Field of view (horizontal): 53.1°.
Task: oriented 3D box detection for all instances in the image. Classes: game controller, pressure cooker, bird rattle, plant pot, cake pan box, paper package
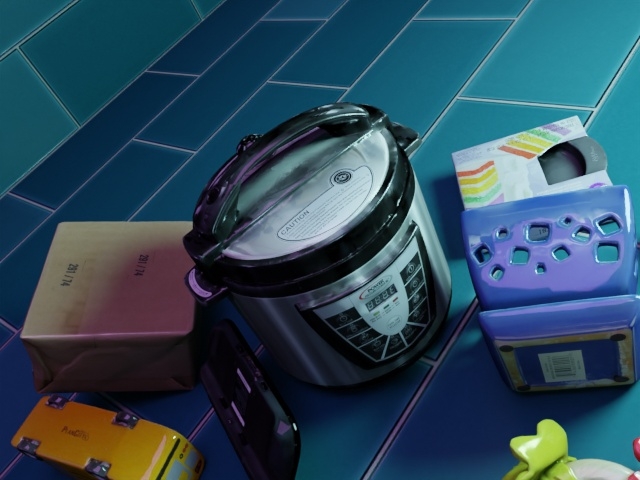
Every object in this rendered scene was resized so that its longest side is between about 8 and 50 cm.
[{"bbox_3d":[-0.118,0.268,1.043,0.319,0.067,0.166,45,122,48],"label":"game controller"},{"bbox_3d":[-0.005,-0.001,1.048,0.376,0.420,0.370,-7,44,23],"label":"pressure cooker"},{"bbox_3d":[0.347,0.330,0.773,0.254,0.143,0.207,6,62,18],"label":"bird rattle"},{"bbox_3d":[0.339,0.085,0.919,0.236,0.236,0.212,-10,51,20],"label":"plant pot"},{"bbox_3d":[0.397,-0.108,1.204,0.267,0.070,0.245,-14,44,16],"label":"cake pan box"},{"bbox_3d":[-0.387,0.119,1.255,0.310,0.168,0.325,0,42,-8],"label":"paper package"}]

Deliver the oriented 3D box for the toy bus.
[{"bbox_3d":[-0.372,0.360,1.104,0.333,0.130,0.108,2,50,31],"label":"toy bus"}]
